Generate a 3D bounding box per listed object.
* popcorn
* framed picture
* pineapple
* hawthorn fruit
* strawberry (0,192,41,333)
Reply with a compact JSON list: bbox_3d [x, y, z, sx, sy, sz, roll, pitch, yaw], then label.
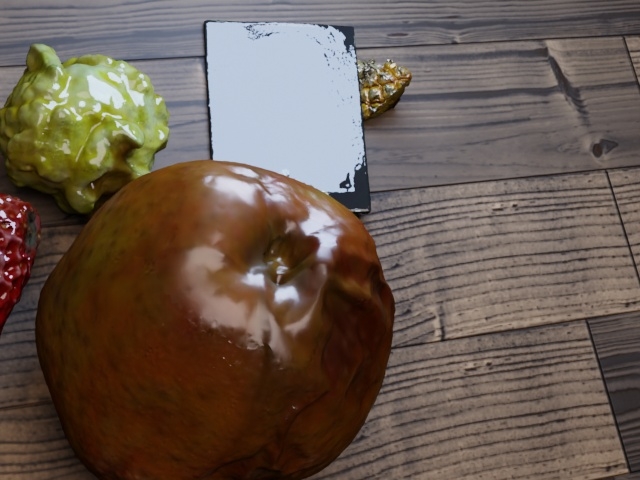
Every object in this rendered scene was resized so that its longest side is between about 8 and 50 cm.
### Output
[{"bbox_3d":[-0.328,-0.155,1.688,0.256,0.195,0.255,-22,84,-44],"label":"popcorn"},{"bbox_3d":[-0.053,-0.193,1.883,0.244,0.013,0.323,0,71,-12],"label":"framed picture"},{"bbox_3d":[0.091,-0.252,1.953,0.077,0.114,0.114,12,42,-55],"label":"pineapple"},{"bbox_3d":[-0.118,0.118,1.527,0.472,0.472,0.471,7,68,-17],"label":"hawthorn fruit"},{"bbox_3d":[-0.491,0.064,1.507,0.310,0.292,0.291,7,67,-36],"label":"strawberry"}]
